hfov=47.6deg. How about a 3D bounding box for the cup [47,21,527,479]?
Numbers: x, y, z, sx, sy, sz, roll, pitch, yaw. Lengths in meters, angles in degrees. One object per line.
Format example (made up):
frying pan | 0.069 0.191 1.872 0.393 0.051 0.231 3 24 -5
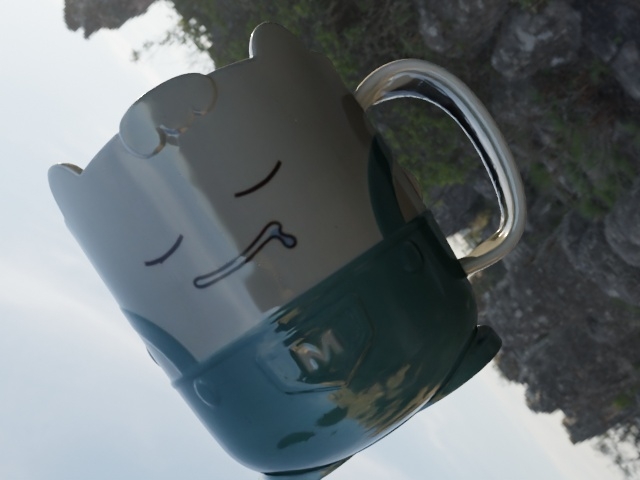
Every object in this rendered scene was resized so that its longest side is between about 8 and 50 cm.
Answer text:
cup | 0.000 0.000 0.512 0.257 0.290 0.219 56 180 2
